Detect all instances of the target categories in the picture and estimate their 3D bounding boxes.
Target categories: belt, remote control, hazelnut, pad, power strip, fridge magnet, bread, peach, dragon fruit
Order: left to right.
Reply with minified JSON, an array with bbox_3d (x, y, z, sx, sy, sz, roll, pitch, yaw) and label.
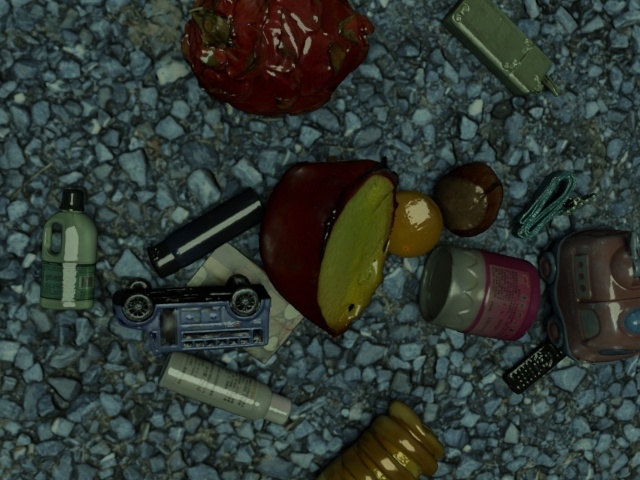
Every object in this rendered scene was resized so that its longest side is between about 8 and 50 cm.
[{"bbox_3d":[-0.154,0.128,1.494,0.235,0.003,0.158,39,88,-13],"label":"pad"},{"bbox_3d":[-0.083,-0.355,1.315,0.343,0.278,0.277,-4,99,-42],"label":"dragon fruit"},{"bbox_3d":[0.000,0.000,1.416,0.258,0.201,0.361,-18,121,-49],"label":"peach"},{"bbox_3d":[0.116,0.497,1.534,0.311,0.121,0.173,-45,104,-2],"label":"bread"},{"bbox_3d":[0.178,-0.034,1.500,0.143,0.063,0.142,2,107,6],"label":"fridge magnet"},{"bbox_3d":[0.306,-0.083,1.504,0.143,0.143,0.154,-5,105,-11],"label":"hazelnut"},{"bbox_3d":[0.384,-0.389,1.515,0.288,0.053,0.093,41,86,-14],"label":"power strip"},{"bbox_3d":[0.490,-0.064,1.575,0.100,0.065,0.179,43,89,-4],"label":"belt"},{"bbox_3d":[0.512,0.247,1.632,0.245,0.025,0.063,-37,103,-6],"label":"remote control"}]

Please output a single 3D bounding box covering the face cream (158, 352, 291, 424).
[{"bbox_3d":[-0.185,0.299,1.469,0.269,0.082,0.081,25,91,-13],"label":"face cream"}]

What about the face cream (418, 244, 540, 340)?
[{"bbox_3d":[0.320,0.106,1.500,0.195,0.175,0.175,11,94,-14],"label":"face cream"}]

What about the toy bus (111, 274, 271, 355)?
[{"bbox_3d":[-0.247,0.145,1.411,0.292,0.125,0.133,-2,101,-13],"label":"toy bus"}]

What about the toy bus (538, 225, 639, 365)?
[{"bbox_3d":[0.597,0.112,1.514,0.198,0.232,0.293,-4,85,-11],"label":"toy bus"}]

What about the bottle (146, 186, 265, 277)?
[{"bbox_3d":[-0.220,-0.012,1.431,0.245,0.072,0.082,-31,143,-7],"label":"bottle"}]

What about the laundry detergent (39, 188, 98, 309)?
[{"bbox_3d":[-0.471,0.016,1.382,0.099,0.070,0.225,4,97,-5],"label":"laundry detergent"}]
